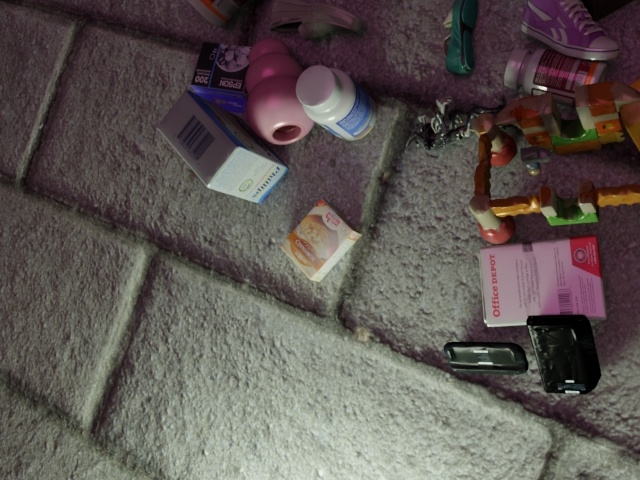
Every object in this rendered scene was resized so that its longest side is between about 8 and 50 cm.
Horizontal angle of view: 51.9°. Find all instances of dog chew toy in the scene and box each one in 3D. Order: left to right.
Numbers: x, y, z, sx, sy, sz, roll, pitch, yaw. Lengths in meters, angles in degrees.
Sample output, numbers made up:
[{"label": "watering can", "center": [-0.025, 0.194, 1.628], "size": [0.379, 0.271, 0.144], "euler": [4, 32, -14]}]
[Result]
[{"label": "dog chew toy", "center": [-0.128, -0.450, 1.923], "size": [0.206, 0.206, 0.332], "euler": [-21, 67, 20]}]

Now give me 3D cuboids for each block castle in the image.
[{"label": "block castle", "center": [0.579, -0.164, 1.511], "size": [0.453, 0.213, 0.303], "euler": [-6, 67, 30]}]

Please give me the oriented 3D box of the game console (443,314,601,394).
[{"label": "game console", "center": [0.469, 0.271, 1.572], "size": [0.361, 0.044, 0.213], "euler": [-5, 120, 31]}]

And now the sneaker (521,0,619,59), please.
[{"label": "sneaker", "center": [0.606, -0.544, 1.583], "size": [0.282, 0.102, 0.161], "euler": [43, 141, 38]}]

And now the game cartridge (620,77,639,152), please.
[{"label": "game cartridge", "center": [0.879, -0.297, 1.502], "size": [0.323, 0.052, 0.285], "euler": [-30, 68, 26]}]

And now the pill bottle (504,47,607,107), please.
[{"label": "pill bottle", "center": [0.580, -0.406, 1.633], "size": [0.221, 0.121, 0.121], "euler": [22, 92, 25]}]

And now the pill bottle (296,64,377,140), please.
[{"label": "pill bottle", "center": [0.042, -0.376, 1.788], "size": [0.152, 0.272, 0.152], "euler": [-4, 81, 23]}]

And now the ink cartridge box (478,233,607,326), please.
[{"label": "ink cartridge box", "center": [0.533, 0.102, 1.585], "size": [0.273, 0.114, 0.197], "euler": [-7, 81, 23]}]

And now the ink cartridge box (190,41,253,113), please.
[{"label": "ink cartridge box", "center": [-0.311, -0.520, 2.094], "size": [0.206, 0.045, 0.208], "euler": [13, 89, 25]}]

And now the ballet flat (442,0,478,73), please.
[{"label": "ballet flat", "center": [0.370, -0.568, 1.776], "size": [0.087, 0.083, 0.247], "euler": [-1, 80, 38]}]

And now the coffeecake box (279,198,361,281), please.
[{"label": "coffeecake box", "center": [0.000, 0.000, 1.865], "size": [0.185, 0.068, 0.142], "euler": [-49, 66, 10]}]

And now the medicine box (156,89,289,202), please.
[{"label": "medicine box", "center": [-0.277, -0.264, 1.906], "size": [0.149, 0.289, 0.263], "euler": [-48, 67, 13]}]

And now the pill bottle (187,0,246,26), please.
[{"label": "pill bottle", "center": [-0.257, -0.875, 2.021], "size": [0.392, 0.224, 0.224], "euler": [-44, 68, 13]}]

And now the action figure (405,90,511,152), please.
[{"label": "action figure", "center": [0.343, -0.318, 1.710], "size": [0.275, 0.164, 0.141], "euler": [-13, 108, 15]}]

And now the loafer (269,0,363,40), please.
[{"label": "loafer", "center": [-0.018, -0.644, 1.949], "size": [0.319, 0.112, 0.111], "euler": [21, 97, 33]}]

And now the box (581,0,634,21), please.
[{"label": "box", "center": [0.672, -0.674, 1.487], "size": [0.191, 0.381, 0.143], "euler": [-28, 70, 18]}]
